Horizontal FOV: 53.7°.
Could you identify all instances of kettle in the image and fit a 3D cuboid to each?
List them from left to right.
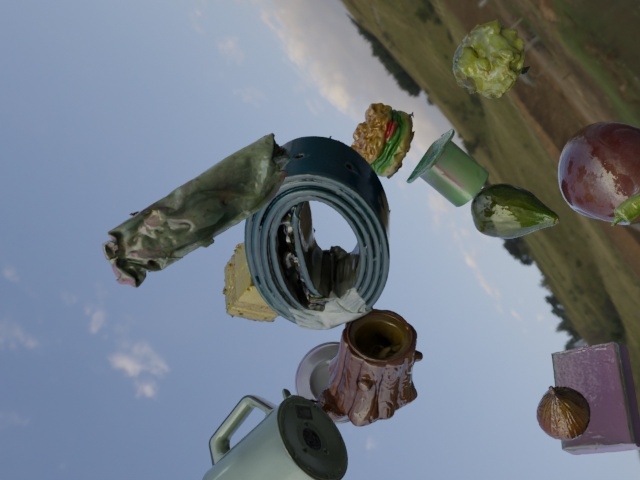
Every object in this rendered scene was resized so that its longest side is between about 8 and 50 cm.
[{"bbox_3d":[-0.160,0.597,1.766,0.250,0.377,0.361,19,-145,-47],"label":"kettle"}]

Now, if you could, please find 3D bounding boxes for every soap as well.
[{"bbox_3d":[0.687,0.396,1.578,0.081,0.181,0.259,31,-130,-37],"label":"soap"}]

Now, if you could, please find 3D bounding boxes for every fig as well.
[{"bbox_3d":[0.555,-0.090,1.831,0.167,0.234,0.167,-6,-90,-79],"label":"fig"},{"bbox_3d":[0.515,0.370,1.389,0.153,0.119,0.119,29,-151,-20],"label":"fig"}]

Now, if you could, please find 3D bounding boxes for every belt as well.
[{"bbox_3d":[0.000,-0.001,1.351,0.173,0.300,0.436,-80,-12,-46],"label":"belt"}]

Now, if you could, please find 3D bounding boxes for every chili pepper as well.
[{"bbox_3d":[0.635,-0.094,1.179,0.049,0.208,0.043,15,-132,-36],"label":"chili pepper"}]

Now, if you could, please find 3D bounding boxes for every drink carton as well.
[{"bbox_3d":[0.320,-0.167,1.537,0.142,0.146,0.144,39,163,-6],"label":"drink carton"}]

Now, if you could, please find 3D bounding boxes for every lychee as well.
[{"bbox_3d":[0.025,0.493,1.922,0.140,0.101,0.114,27,-178,12],"label":"lychee"}]

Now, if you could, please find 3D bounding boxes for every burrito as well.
[{"bbox_3d":[-0.169,-0.044,0.912,0.096,0.309,0.066,56,172,-6],"label":"burrito"}]

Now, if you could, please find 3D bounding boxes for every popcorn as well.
[{"bbox_3d":[0.378,-0.398,1.400,0.142,0.173,0.173,32,-151,-32],"label":"popcorn"}]

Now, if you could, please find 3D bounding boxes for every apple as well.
[{"bbox_3d":[0.739,-0.162,1.580,0.306,0.234,0.306,17,-174,-2],"label":"apple"}]

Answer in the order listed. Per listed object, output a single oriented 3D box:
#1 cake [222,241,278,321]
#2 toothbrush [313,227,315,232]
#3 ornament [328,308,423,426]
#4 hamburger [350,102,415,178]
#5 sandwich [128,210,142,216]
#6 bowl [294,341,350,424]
[{"bbox_3d":[-0.188,0.123,2.222,0.228,0.286,0.222,15,-134,-27],"label":"cake"},{"bbox_3d":[-0.178,-0.115,2.311,0.364,0.040,0.041,30,-159,14],"label":"toothbrush"},{"bbox_3d":[0.126,0.298,1.522,0.235,0.217,0.221,20,-137,17],"label":"ornament"},{"bbox_3d":[0.174,-0.306,1.935,0.149,0.237,0.237,16,-146,-16],"label":"hamburger"},{"bbox_3d":[-0.536,-0.058,2.136,0.235,0.079,0.159,-7,-134,-45],"label":"sandwich"},{"bbox_3d":[0.046,0.489,2.179,0.287,0.287,0.144,54,178,13],"label":"bowl"}]
